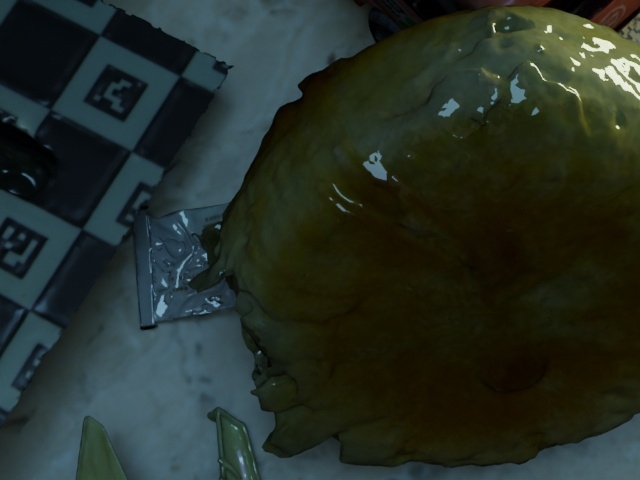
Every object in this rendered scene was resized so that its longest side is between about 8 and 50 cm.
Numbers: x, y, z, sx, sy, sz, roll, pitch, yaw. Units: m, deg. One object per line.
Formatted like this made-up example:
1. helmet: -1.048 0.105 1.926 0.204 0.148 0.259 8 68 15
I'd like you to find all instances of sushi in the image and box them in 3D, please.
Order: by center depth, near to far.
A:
1. sushi: -0.296 -0.047 1.159 0.359 0.064 0.343 27 71 9

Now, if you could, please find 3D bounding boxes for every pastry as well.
1. pastry: 0.099 0.007 1.056 0.330 0.329 0.136 -9 41 -2

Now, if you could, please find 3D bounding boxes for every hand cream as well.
1. hand cream: 0.000 0.000 1.167 0.257 0.050 0.084 -8 83 1

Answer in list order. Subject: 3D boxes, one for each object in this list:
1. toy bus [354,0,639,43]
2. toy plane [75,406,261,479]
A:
1. toy bus: 0.044 -0.295 1.125 0.203 0.233 0.427 -41 82 -7
2. toy plane: -0.065 0.222 1.088 0.256 0.104 0.242 30 50 -3
